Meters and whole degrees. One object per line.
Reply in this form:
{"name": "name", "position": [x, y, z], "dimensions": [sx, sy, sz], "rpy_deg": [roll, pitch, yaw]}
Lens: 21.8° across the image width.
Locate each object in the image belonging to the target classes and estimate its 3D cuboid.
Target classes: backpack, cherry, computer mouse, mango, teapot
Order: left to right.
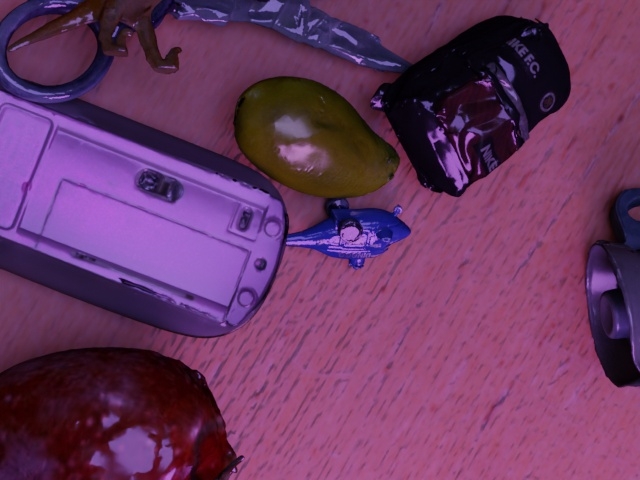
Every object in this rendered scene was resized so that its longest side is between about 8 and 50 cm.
{"name": "cherry", "position": [-0.190, 0.172, 1.340], "dimensions": [0.250, 0.192, 0.175], "rpy_deg": [9, 53, -5]}
{"name": "computer mouse", "position": [-0.181, -0.029, 1.381], "dimensions": [0.310, 0.072, 0.158], "rpy_deg": [21, 84, -8]}
{"name": "mango", "position": [0.000, -0.082, 1.412], "dimensions": [0.165, 0.074, 0.091], "rpy_deg": [22, 118, -29]}
{"name": "backpack", "position": [0.141, -0.123, 1.440], "dimensions": [0.165, 0.106, 0.120], "rpy_deg": [-40, 119, -9]}
{"name": "teapot", "position": [0.358, 0.037, 1.496], "dimensions": [0.225, 0.171, 0.203], "rpy_deg": [-8, 63, -8]}

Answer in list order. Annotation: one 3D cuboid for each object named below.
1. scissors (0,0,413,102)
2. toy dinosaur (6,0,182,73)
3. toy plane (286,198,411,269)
{"name": "scissors", "position": [-0.082, -0.221, 1.411], "dimensions": [0.384, 0.029, 0.256], "rpy_deg": [6, 79, -19]}
{"name": "toy dinosaur", "position": [-0.168, -0.200, 1.344], "dimensions": [0.162, 0.039, 0.126], "rpy_deg": [6, 68, -15]}
{"name": "toy plane", "position": [0.000, 0.000, 1.449], "dimensions": [0.167, 0.054, 0.062], "rpy_deg": [-4, 120, -15]}
